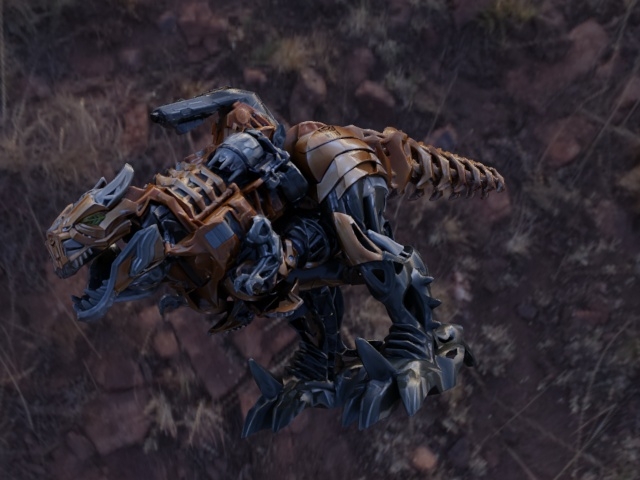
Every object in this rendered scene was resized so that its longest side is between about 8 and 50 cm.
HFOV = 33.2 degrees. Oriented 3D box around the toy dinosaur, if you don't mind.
[{"bbox_3d":[0.000,0.000,0.672,0.322,0.164,0.218,-18,89,-14],"label":"toy dinosaur"}]
